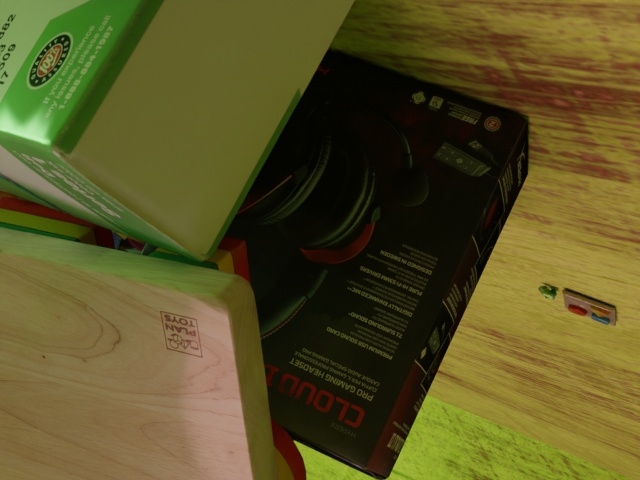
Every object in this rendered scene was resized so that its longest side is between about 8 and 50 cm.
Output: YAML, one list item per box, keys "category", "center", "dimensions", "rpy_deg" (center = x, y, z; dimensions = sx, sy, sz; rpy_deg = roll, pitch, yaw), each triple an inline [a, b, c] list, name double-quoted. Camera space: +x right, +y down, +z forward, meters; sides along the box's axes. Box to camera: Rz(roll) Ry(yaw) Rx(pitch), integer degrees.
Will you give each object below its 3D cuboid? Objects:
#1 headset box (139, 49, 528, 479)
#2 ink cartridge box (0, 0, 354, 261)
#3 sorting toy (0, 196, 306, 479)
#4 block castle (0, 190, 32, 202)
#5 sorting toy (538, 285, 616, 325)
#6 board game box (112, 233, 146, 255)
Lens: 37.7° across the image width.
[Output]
- category: "headset box"
  center: [-0.004, 0.021, 0.688]
  dimensions: [0.218, 0.293, 0.110]
  rpy_deg: [24, 169, 18]
- category: "ink cartridge box"
  center: [-0.138, -0.126, 0.553]
  dimensions: [0.278, 0.201, 0.117]
  rpy_deg: [17, 164, 43]
- category: "sorting toy"
  center: [-0.128, 0.101, 0.596]
  dimensions: [0.257, 0.089, 0.255]
  rpy_deg: [10, 121, 25]
- category: "block castle"
  center: [-0.595, -0.077, 1.369]
  dimensions: [0.303, 0.212, 0.453]
  rpy_deg: [21, -165, -34]
- category: "sorting toy"
  center: [0.275, 0.070, 1.006]
  dimensions: [0.083, 0.012, 0.062]
  rpy_deg: [21, 168, 25]
- category: "board game box"
  center: [-0.220, 0.079, 1.392]
  dimensions: [0.318, 0.318, 0.066]
  rpy_deg: [23, 168, 14]
